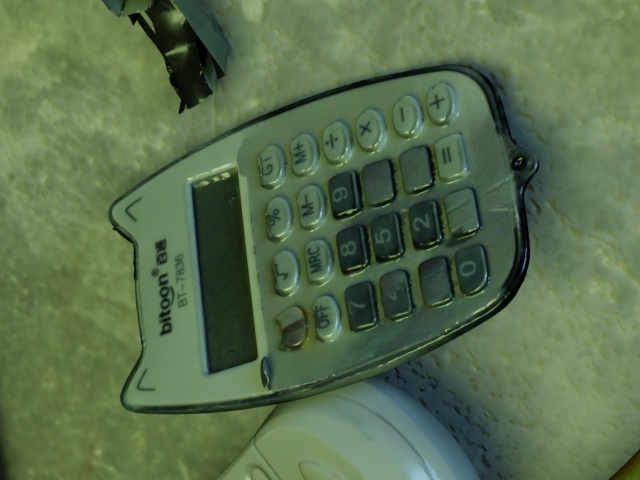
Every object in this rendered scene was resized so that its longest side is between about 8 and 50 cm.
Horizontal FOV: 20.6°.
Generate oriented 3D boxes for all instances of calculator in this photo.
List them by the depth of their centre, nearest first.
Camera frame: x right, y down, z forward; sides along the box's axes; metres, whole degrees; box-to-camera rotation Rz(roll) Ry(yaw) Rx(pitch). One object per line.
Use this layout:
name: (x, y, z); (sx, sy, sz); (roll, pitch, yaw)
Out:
calculator: (0.000, 0.000, 0.982); (0.268, 0.040, 0.177); (-20, 61, 26)

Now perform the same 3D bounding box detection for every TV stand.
TV stand: (-0.128, -0.178, 0.971); (0.042, 0.036, 0.249); (-23, 122, 21)

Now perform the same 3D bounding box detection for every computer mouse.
computer mouse: (-0.002, 0.193, 1.056); (0.184, 0.121, 0.297); (46, 130, 17)

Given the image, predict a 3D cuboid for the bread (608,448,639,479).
bread: (0.169, 0.231, 0.993); (0.138, 0.077, 0.361); (23, 121, -26)
